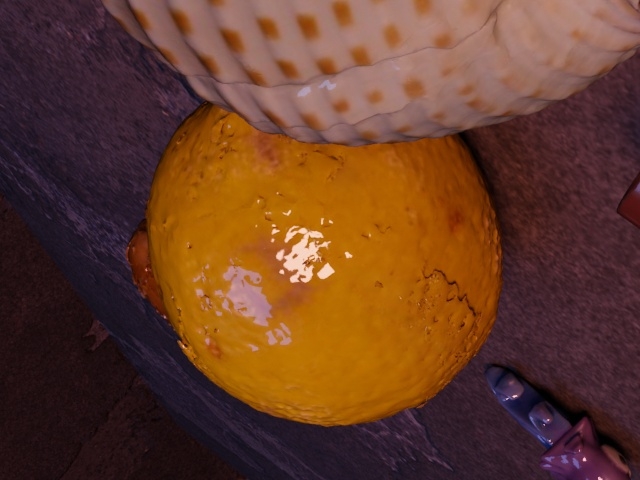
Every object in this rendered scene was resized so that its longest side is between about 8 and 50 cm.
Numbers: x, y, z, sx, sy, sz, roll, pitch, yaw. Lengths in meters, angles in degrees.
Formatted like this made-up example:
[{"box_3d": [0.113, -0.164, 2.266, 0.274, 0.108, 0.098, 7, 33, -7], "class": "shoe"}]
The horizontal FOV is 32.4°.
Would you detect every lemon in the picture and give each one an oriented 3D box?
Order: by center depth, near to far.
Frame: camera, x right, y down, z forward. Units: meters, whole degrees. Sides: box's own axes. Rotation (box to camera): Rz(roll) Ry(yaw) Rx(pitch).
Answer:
[{"box_3d": [0.000, 0.000, 0.810, 0.258, 0.258, 0.310, 27, 155, 39], "class": "lemon"}]

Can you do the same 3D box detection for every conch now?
[{"box_3d": [-0.002, -0.157, 0.556, 0.319, 0.215, 0.303, 45, 174, 21], "class": "conch"}]

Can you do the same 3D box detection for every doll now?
[{"box_3d": [0.226, 0.186, 1.046, 0.206, 0.067, 0.110, 44, 178, 33], "class": "doll"}]

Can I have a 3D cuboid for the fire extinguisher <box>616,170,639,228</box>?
[{"box_3d": [0.303, 0.059, 0.532, 0.341, 0.141, 0.105, 39, -169, 15], "class": "fire extinguisher"}]

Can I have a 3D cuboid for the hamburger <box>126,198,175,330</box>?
[{"box_3d": [-0.060, 0.019, 1.063, 0.245, 0.211, 0.260, 34, 164, 42], "class": "hamburger"}]
